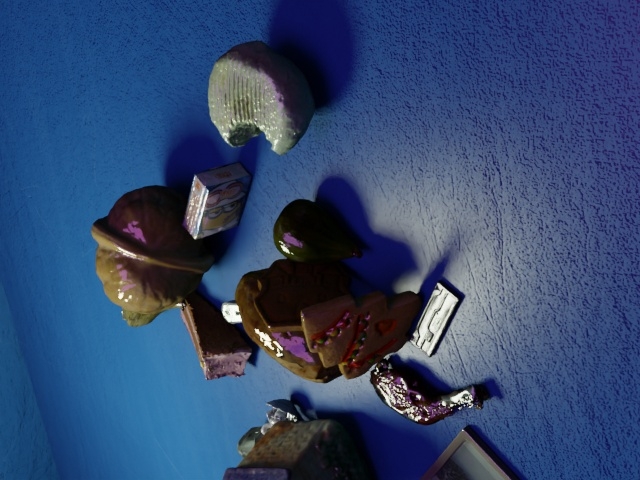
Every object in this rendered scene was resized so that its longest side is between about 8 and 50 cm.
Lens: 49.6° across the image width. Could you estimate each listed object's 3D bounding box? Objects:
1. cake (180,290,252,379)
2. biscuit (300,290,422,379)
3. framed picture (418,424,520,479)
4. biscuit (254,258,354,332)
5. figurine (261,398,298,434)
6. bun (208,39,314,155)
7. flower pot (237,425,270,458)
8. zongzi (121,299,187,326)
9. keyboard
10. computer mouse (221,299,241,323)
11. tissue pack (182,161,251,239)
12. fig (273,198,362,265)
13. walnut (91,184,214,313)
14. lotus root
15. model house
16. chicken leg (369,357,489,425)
[{"bbox_3d":[-0.291,0.230,1.720,0.295,0.112,0.116,42,135,42],"label":"cake"},{"bbox_3d":[0.062,0.157,1.191,0.212,0.238,0.041,-51,42,24],"label":"biscuit"},{"bbox_3d":[0.317,0.492,1.232,0.289,0.016,0.213,46,137,23],"label":"framed picture"},{"bbox_3d":[-0.030,0.083,1.280,0.215,0.182,0.034,-91,0,-51],"label":"biscuit"},{"bbox_3d":[-0.087,0.413,1.597,0.094,0.082,0.086,19,100,18],"label":"figurine"},{"bbox_3d":[-0.098,-0.249,1.236,0.212,0.126,0.204,40,134,18],"label":"bun"},{"bbox_3d":[-0.110,0.560,1.679,0.108,0.103,0.229,-26,89,52],"label":"flower pot"},{"bbox_3d":[-0.431,0.177,1.833,0.256,0.115,0.228,38,129,32],"label":"zongzi"},{"bbox_3d":[0.196,0.137,1.192,0.053,0.010,0.155,41,135,26],"label":"keyboard"},{"bbox_3d":[-0.182,0.164,1.616,0.110,0.032,0.056,-5,106,39],"label":"computer mouse"},{"bbox_3d":[-0.220,-0.082,1.466,0.065,0.115,0.155,49,139,23],"label":"tissue pack"},{"bbox_3d":[0.000,0.000,1.283,0.177,0.117,0.117,24,128,15],"label":"fig"},{"bbox_3d":[-0.386,0.022,1.589,0.285,0.285,0.297,20,93,41],"label":"walnut"},{"bbox_3d":[-0.058,0.161,1.358,0.291,0.193,0.193,40,134,28],"label":"lotus root"},{"bbox_3d":[-0.052,0.576,1.437,0.245,0.280,0.312,-12,107,39],"label":"model house"},{"bbox_3d":[0.189,0.279,1.246,0.253,0.051,0.106,2,105,45],"label":"chicken leg"}]
